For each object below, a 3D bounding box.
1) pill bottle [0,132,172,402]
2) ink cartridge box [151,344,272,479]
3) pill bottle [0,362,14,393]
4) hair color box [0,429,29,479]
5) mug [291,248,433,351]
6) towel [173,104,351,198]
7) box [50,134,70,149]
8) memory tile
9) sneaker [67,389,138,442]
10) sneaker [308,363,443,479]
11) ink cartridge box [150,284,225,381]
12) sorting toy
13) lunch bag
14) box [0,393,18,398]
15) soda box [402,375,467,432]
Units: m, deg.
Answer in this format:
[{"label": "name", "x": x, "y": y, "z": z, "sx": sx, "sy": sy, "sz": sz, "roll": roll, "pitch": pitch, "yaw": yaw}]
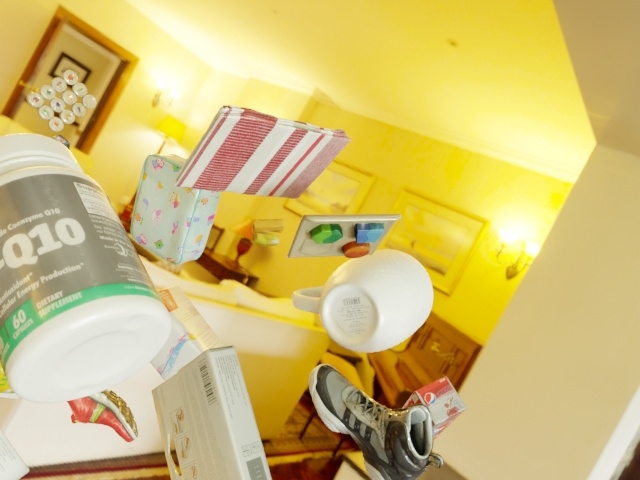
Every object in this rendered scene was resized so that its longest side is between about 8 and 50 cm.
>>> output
[{"label": "pill bottle", "x": -0.377, "y": 0.025, "z": 0.736, "sx": 0.361, "sy": 0.204, "sz": 0.204, "roll": 52, "pitch": 12, "yaw": 27}, {"label": "ink cartridge box", "x": -0.201, "y": 0.360, "z": 0.928, "sx": 0.060, "sy": 0.239, "sz": 0.275, "roll": 0, "pitch": 62, "yaw": -43}, {"label": "pill bottle", "x": -0.884, "y": 0.322, "z": 1.337, "sx": 0.136, "sy": 0.136, "sz": 0.246, "roll": 29, "pitch": -4, "yaw": 28}, {"label": "hair color box", "x": -0.805, "y": 0.508, "z": 1.000, "sx": 0.114, "sy": 0.374, "sz": 0.185, "roll": -23, "pitch": -80, "yaw": 46}, {"label": "mug", "x": 0.100, "y": 0.172, "z": 1.468, "sx": 0.375, "sy": 0.275, "sz": 0.328, "roll": 2, "pitch": 6, "yaw": 25}, {"label": "towel", "x": -0.122, "y": -0.178, "z": 1.123, "sx": 0.329, "sy": 0.237, "sz": 0.037, "roll": 2, "pitch": 56, "yaw": -41}, {"label": "box", "x": -0.833, "y": -0.195, "z": 1.476, "sx": 0.044, "sy": 0.159, "sz": 0.233, "roll": 39, "pitch": 43, "yaw": 12}, {"label": "memory tile", "x": -0.673, "y": -0.365, "z": 1.354, "sx": 0.012, "sy": 0.148, "sz": 0.113, "roll": 10, "pitch": -41, "yaw": 45}, {"label": "sneaker", "x": -0.623, "y": 0.467, "z": 1.428, "sx": 0.279, "sy": 0.118, "sz": 0.107, "roll": 48, "pitch": -11, "yaw": -12}, {"label": "sneaker", "x": 0.101, "y": 0.308, "z": 0.917, "sx": 0.268, "sy": 0.153, "sz": 0.101, "roll": 50, "pitch": 38, "yaw": 14}, {"label": "ink cartridge box", "x": -0.374, "y": 0.283, "z": 1.407, "sx": 0.306, "sy": 0.131, "sz": 0.226, "roll": 53, "pitch": 0, "yaw": 2}, {"label": "sorting toy", "x": 0.000, "y": 0.000, "z": 1.137, "sx": 0.308, "sy": 0.041, "sz": 0.229, "roll": -2, "pitch": -22, "yaw": -15}, {"label": "lunch bag", "x": -0.398, "y": -0.094, "z": 1.402, "sx": 0.224, "sy": 0.279, "sz": 0.108, "roll": 27, "pitch": 19, "yaw": 22}, {"label": "box", "x": -1.108, "y": 0.493, "z": 1.836, "sx": 0.102, "sy": 0.101, "sz": 0.087, "roll": 20, "pitch": 31, "yaw": -32}, {"label": "soda box", "x": 0.244, "y": 0.417, "z": 1.214, "sx": 0.083, "sy": 0.092, "sz": 0.263, "roll": 59, "pitch": -25, "yaw": 29}]
